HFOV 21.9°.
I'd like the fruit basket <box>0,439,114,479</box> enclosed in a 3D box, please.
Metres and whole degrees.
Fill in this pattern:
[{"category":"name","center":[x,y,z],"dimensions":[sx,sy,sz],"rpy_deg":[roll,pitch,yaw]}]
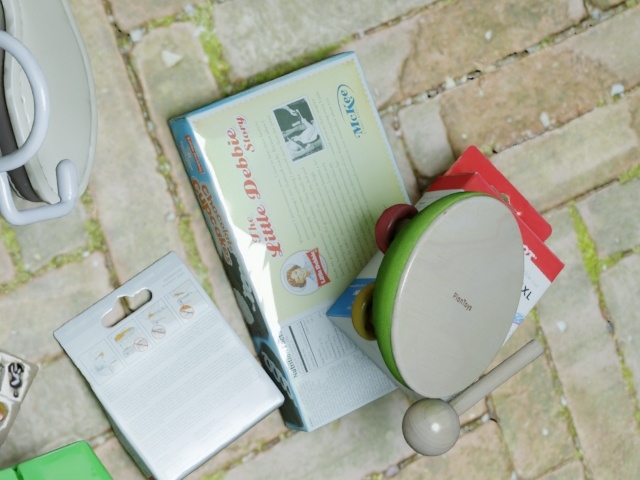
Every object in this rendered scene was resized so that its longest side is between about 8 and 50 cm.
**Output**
[{"category":"fruit basket","center":[-0.270,0.386,1.356],"dimensions":[0.392,0.283,0.392],"rpy_deg":[5,74,-16]}]

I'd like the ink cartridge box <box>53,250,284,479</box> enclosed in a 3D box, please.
[{"category":"ink cartridge box","center":[-0.144,0.123,1.554],"dimensions":[0.145,0.045,0.179],"rpy_deg":[-35,84,-18]}]

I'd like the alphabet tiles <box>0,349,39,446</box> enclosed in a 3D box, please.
[{"category":"alphabet tiles","center":[-0.379,0.116,1.466],"dimensions":[0.237,0.009,0.198],"rpy_deg":[28,79,-20]}]

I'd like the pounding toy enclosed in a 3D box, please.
[{"category":"pounding toy","center":[0.090,0.056,1.471],"dimensions":[0.183,0.110,0.236],"rpy_deg":[-44,134,-29]}]

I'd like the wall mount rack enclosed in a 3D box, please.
[{"category":"wall mount rack","center":[-0.334,-0.153,1.366],"dimensions":[0.130,0.350,0.304],"rpy_deg":[-21,103,-57]}]

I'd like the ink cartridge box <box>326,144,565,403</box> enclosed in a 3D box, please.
[{"category":"ink cartridge box","center":[0.133,0.030,1.573],"dimensions":[0.134,0.078,0.231],"rpy_deg":[45,72,-16]}]

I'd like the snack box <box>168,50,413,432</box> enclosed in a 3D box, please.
[{"category":"snack box","center":[0.000,0.000,1.591],"dimensions":[0.187,0.060,0.321],"rpy_deg":[-23,98,-22]}]

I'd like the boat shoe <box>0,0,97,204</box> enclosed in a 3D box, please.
[{"category":"boat shoe","center":[-0.281,-0.186,1.462],"dimensions":[0.116,0.097,0.324],"rpy_deg":[-26,106,-61]}]
